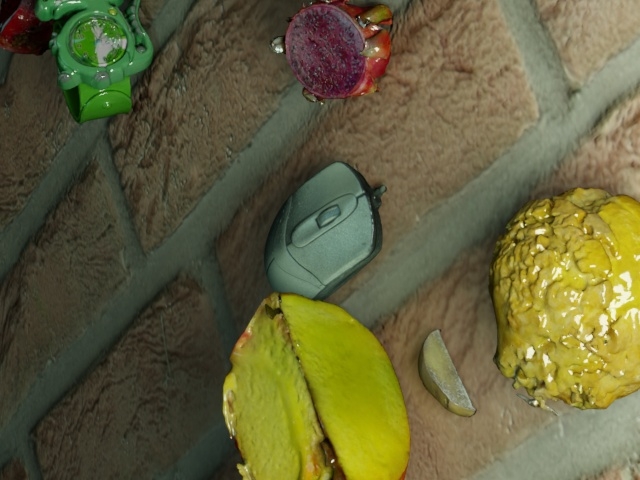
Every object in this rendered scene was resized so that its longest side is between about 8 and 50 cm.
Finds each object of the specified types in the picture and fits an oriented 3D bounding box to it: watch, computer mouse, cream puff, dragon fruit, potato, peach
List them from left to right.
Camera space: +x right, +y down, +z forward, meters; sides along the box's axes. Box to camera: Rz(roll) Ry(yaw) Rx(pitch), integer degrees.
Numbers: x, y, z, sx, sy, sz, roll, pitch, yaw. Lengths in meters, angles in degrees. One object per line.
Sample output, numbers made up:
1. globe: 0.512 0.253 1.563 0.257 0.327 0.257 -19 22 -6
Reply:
1. dragon fruit: -0.369 -0.302 2.420 0.102 0.096 0.147 -48 24 38
2. watch: -0.281 -0.237 2.272 0.152 0.131 0.165 120 132 -69
3. computer mouse: -0.006 0.001 1.895 0.229 0.068 0.113 -48 57 51
4. peach: 0.007 0.200 1.827 0.159 0.154 0.267 -48 54 40
5. dragon fruit: 0.025 -0.192 1.821 0.126 0.068 0.112 -31 85 42
6. potato: 0.112 0.135 1.761 0.037 0.036 0.093 -51 54 45
7. cream puff: 0.206 0.051 1.511 0.189 0.129 0.189 12 104 60
